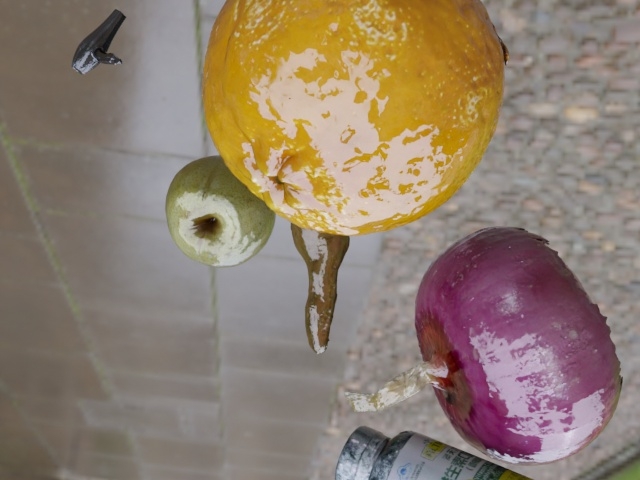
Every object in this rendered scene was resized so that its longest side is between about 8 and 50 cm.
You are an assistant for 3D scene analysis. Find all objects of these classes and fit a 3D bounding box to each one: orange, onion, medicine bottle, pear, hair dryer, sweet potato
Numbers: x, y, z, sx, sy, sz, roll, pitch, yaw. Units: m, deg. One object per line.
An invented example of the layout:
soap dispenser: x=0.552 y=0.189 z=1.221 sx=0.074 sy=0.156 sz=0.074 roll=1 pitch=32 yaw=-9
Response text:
orange: x=0.029 y=-0.163 z=1.484 sx=0.340 sy=0.293 sz=0.340 roll=26 pitch=152 yaw=15
onion: x=0.265 y=0.168 z=1.944 sx=0.358 sy=0.345 sz=0.358 roll=31 pitch=144 yaw=26
medicine bottle: x=0.169 y=0.361 z=1.918 sx=0.293 sy=0.141 sz=0.141 roll=19 pitch=166 yaw=23
pear: x=-0.144 y=-0.043 z=1.943 sx=0.167 sy=0.136 sz=0.167 roll=11 pitch=122 yaw=18
hair dryer: x=-0.219 y=-0.203 z=1.409 sx=0.083 sy=0.079 sz=0.031 roll=27 pitch=168 yaw=48
sweet potato: x=0.002 y=0.002 z=1.642 sx=0.074 sy=0.269 sz=0.075 roll=-5 pitch=173 yaw=-1
